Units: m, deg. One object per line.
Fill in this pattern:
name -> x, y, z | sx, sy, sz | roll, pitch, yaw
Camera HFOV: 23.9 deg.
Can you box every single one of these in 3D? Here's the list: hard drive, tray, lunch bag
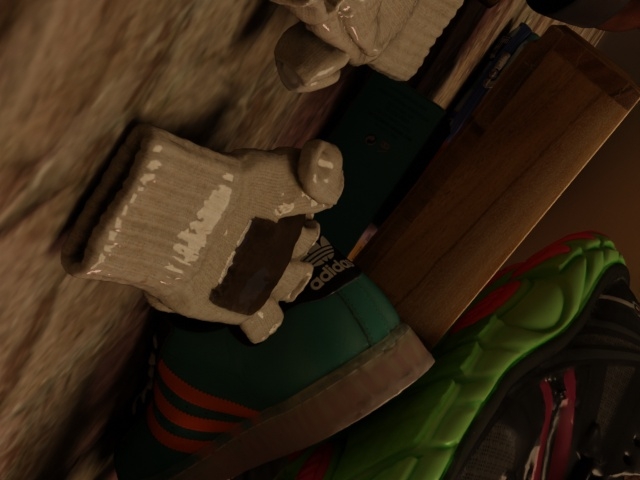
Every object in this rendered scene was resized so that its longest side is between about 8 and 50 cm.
hard drive -> 0.284, -0.059, 1.286 | 0.353, 0.233, 0.047 | -56, 134, -22
tray -> 0.129, -0.055, 1.068 | 0.203, 0.076, 0.411 | -51, 176, 12
lunch bag -> 0.190, -0.121, 1.607 | 0.176, 0.090, 0.219 | -56, 172, -7

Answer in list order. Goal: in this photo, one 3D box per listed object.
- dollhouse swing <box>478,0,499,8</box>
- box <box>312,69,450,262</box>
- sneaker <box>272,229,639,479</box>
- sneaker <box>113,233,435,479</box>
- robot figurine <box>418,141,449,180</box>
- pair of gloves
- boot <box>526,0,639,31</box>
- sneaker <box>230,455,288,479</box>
dollhouse swing -> 0.316, -0.283, 1.090 | 0.305, 0.315, 0.347 | -63, 180, -42
box -> 0.000, 0.000, 1.072 | 0.244, 0.060, 0.100 | -56, 172, 0
sneaker -> 0.116, 0.156, 0.971 | 0.185, 0.202, 0.483 | -34, -179, 44
sneaker -> -0.055, 0.076, 0.928 | 0.108, 0.121, 0.302 | -32, 180, -40
robot figurine -> 0.079, 0.018, 1.377 | 0.128, 0.158, 0.219 | 24, 101, -48
pair of gloves -> -0.006, -0.063, 0.712 | 0.240, 0.042, 0.204 | -56, 159, 0
boot -> 0.322, -0.197, 1.029 | 0.280, 0.096, 0.264 | 2, 157, -36
sneaker -> -0.057, 0.203, 1.110 | 0.109, 0.130, 0.286 | 119, -7, -45
